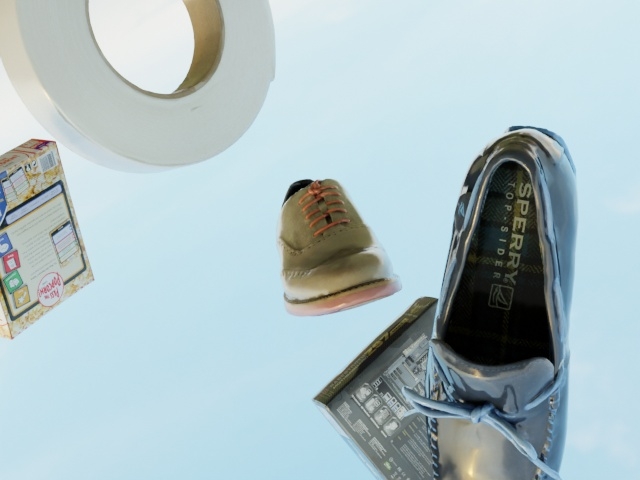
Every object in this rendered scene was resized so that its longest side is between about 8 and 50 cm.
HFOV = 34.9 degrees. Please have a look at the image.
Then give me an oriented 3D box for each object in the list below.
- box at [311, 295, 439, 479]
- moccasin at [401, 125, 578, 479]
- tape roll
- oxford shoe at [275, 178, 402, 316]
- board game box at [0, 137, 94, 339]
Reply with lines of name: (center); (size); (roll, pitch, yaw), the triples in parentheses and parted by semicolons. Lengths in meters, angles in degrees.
box: (0.130, 0.209, 1.171); (0.183, 0.232, 0.059); (-42, -167, -14)
moccasin: (0.124, 0.084, 0.790); (0.138, 0.342, 0.117); (2, -171, 21)
tape roll: (-0.228, -0.280, 1.329); (0.072, 0.392, 0.392); (-8, -149, 50)
oxford shoe: (0.000, 0.000, 1.143); (0.123, 0.130, 0.348); (-15, -169, -11)
board game box: (-0.352, -0.003, 1.204); (0.045, 0.193, 0.147); (9, -148, 31)
